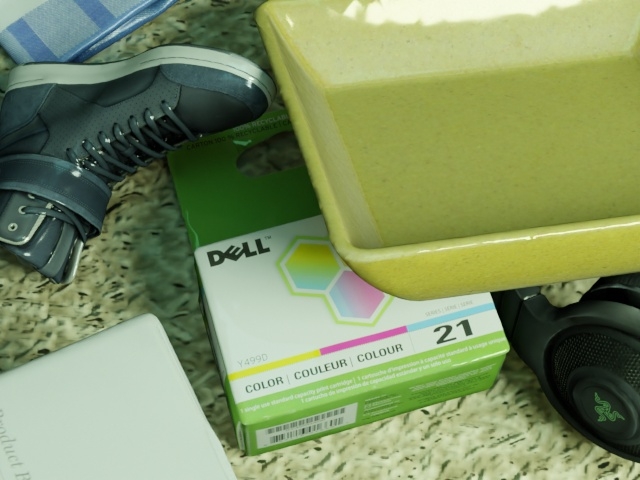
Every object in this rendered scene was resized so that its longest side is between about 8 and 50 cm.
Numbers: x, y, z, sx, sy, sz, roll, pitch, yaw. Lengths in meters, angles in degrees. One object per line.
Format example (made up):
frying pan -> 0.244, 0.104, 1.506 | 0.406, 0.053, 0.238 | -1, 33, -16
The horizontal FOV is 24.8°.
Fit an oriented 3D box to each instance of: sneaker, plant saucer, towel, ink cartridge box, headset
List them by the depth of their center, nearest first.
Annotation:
headset -> 0.271, 0.045, 0.952 | 0.243, 0.185, 0.394 | -21, 55, -21
plant saucer -> 0.142, -0.072, 0.973 | 0.332, 0.081, 0.333 | -7, 35, -8
sneaker -> -0.143, -0.049, 1.025 | 0.226, 0.086, 0.163 | -4, 59, 28
ink cartridge box -> 0.000, 0.000, 1.029 | 0.188, 0.097, 0.255 | -15, 70, -7
towel -> -0.225, -0.276, 1.174 | 0.209, 0.034, 0.285 | -36, 73, -13

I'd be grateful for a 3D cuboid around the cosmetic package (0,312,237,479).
cosmetic package -> -0.258, 0.246, 0.835 | 0.453, 0.161, 0.230 | -22, 69, -16
